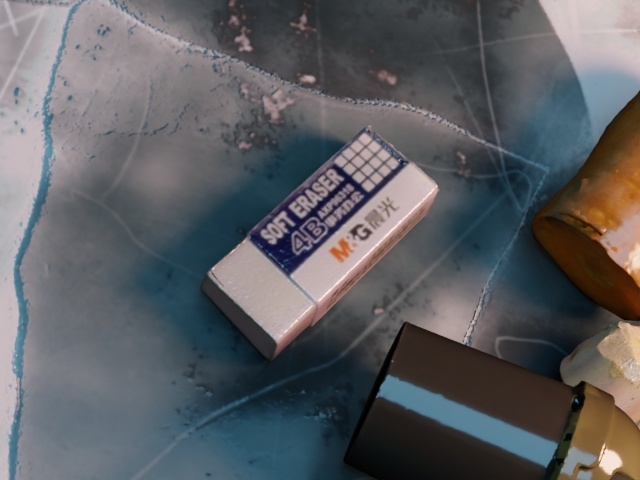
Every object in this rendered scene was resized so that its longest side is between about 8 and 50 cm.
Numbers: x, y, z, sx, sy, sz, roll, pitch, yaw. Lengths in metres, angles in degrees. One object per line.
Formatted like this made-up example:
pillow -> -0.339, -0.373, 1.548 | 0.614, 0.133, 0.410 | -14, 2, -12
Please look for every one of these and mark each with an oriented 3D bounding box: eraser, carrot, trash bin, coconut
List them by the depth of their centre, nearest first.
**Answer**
trash bin -> 0.210, 0.236, 1.748 | 0.334, 0.214, 0.214 | 23, 67, 0
eraser -> 0.000, 0.000, 1.854 | 0.130, 0.086, 0.287 | 45, 67, 7
coconut -> 0.347, 0.165, 1.860 | 0.116, 0.122, 0.116 | 33, 32, -24
carrot -> 0.433, -0.071, 1.911 | 0.224, 0.224, 0.340 | 43, 75, 5
